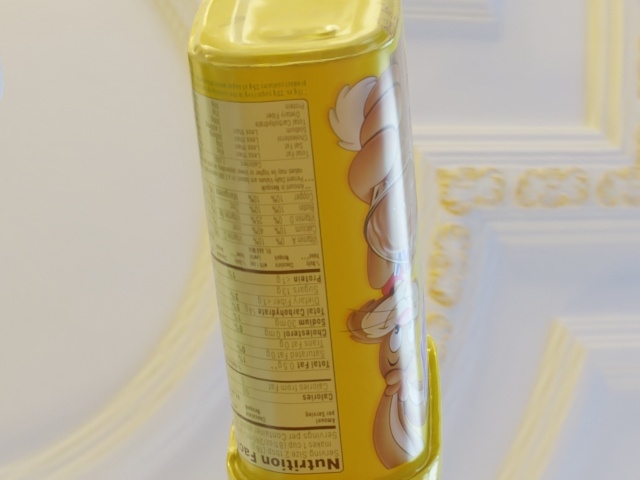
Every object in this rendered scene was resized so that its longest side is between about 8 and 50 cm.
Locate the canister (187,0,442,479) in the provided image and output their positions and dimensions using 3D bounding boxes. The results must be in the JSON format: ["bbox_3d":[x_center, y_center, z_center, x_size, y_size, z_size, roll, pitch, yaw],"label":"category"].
[{"bbox_3d":[0.000,0.000,0.601,0.073,0.126,0.170,-4,-66,5],"label":"canister"}]

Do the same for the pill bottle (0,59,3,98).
[{"bbox_3d":[-0.184,-0.094,0.749,0.094,0.094,0.169,-9,-70,-15],"label":"pill bottle"}]
